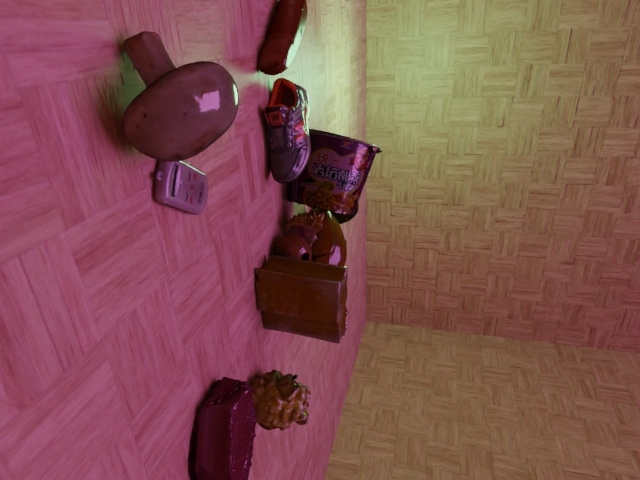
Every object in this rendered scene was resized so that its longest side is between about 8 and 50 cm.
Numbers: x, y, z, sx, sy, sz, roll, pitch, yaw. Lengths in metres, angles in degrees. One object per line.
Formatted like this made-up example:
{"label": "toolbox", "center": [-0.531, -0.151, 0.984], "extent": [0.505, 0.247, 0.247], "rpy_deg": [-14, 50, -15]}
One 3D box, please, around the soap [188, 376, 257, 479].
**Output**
{"label": "soap", "center": [-0.243, 0.500, 1.098], "extent": [0.182, 0.112, 0.289], "rpy_deg": [37, 57, -76]}

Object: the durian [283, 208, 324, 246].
{"label": "durian", "center": [-0.052, -0.034, 1.550], "extent": [0.182, 0.165, 0.132], "rpy_deg": [56, 16, -67]}

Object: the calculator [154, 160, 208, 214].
{"label": "calculator", "center": [-0.288, -0.113, 0.892], "extent": [0.175, 0.032, 0.100], "rpy_deg": [27, 68, -74]}

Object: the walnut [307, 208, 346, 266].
{"label": "walnut", "center": [0.000, 0.000, 1.740], "extent": [0.209, 0.209, 0.336], "rpy_deg": [59, 28, -66]}

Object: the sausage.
{"label": "sausage", "center": [-0.109, -0.629, 1.316], "extent": [0.094, 0.097, 0.348], "rpy_deg": [56, 40, -56]}

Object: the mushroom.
{"label": "mushroom", "center": [-0.254, -0.251, 0.731], "extent": [0.215, 0.207, 0.207], "rpy_deg": [59, 23, -9]}

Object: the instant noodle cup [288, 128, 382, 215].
{"label": "instant noodle cup", "center": [0.034, -0.244, 1.588], "extent": [0.340, 0.340, 0.265], "rpy_deg": [-9, 111, -75]}

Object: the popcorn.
{"label": "popcorn", "center": [-0.127, 0.506, 1.379], "extent": [0.218, 0.189, 0.169], "rpy_deg": [-21, 117, -73]}

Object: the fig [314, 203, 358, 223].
{"label": "fig", "center": [0.064, -0.199, 1.979], "extent": [0.203, 0.203, 0.235], "rpy_deg": [72, 4, -56]}

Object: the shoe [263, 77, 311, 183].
{"label": "shoe", "center": [-0.114, -0.354, 1.337], "extent": [0.171, 0.132, 0.336], "rpy_deg": [25, 68, -70]}

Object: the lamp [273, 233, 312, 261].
{"label": "lamp", "center": [-0.095, 0.045, 1.488], "extent": [0.136, 0.136, 0.136], "rpy_deg": [4, 90, -76]}

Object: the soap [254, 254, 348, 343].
{"label": "soap", "center": [-0.056, 0.194, 1.392], "extent": [0.143, 0.281, 0.259], "rpy_deg": [-55, 147, -59]}
